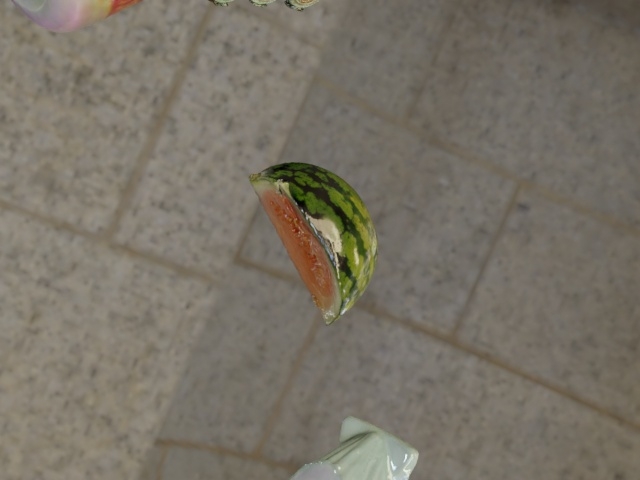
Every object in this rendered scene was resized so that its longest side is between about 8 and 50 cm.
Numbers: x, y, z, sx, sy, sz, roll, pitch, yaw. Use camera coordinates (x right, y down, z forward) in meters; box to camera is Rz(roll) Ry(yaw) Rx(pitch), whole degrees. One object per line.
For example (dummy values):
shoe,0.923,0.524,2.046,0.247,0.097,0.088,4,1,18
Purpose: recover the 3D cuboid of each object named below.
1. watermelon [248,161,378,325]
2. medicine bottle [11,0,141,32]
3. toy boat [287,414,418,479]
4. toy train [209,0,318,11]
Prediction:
watermelon,0.005,0.002,1.249,0.163,0.087,0.069,61,-169,-16
medicine bottle,-0.067,-0.319,0.971,0.219,0.388,0.219,47,157,28
toy boat,-0.001,0.335,1.513,0.199,0.290,0.100,23,178,33
toy train,-0.052,-0.309,1.438,0.194,0.125,0.080,-1,-133,-37
